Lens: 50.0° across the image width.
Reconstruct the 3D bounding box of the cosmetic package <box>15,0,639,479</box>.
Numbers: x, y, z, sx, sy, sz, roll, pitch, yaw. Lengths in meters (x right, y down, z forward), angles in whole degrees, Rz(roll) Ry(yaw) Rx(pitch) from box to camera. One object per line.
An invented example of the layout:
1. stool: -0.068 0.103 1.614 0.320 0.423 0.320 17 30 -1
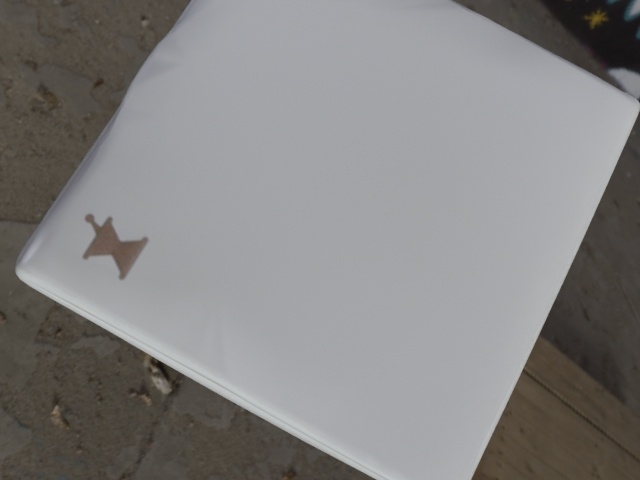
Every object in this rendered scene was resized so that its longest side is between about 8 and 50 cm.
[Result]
1. cosmetic package: 0.000 0.000 0.645 0.327 0.394 0.330 29 77 2
